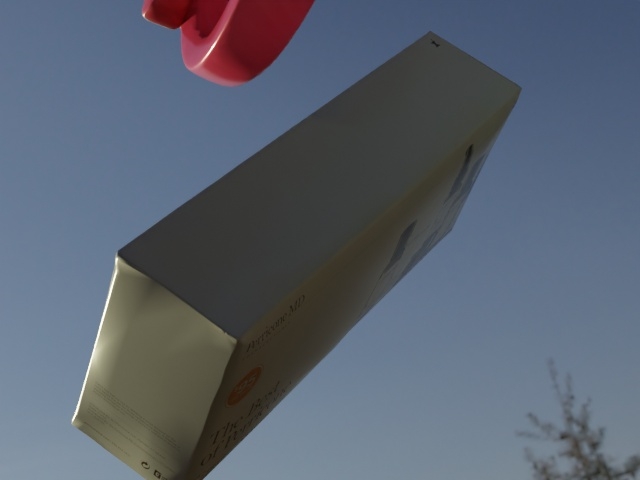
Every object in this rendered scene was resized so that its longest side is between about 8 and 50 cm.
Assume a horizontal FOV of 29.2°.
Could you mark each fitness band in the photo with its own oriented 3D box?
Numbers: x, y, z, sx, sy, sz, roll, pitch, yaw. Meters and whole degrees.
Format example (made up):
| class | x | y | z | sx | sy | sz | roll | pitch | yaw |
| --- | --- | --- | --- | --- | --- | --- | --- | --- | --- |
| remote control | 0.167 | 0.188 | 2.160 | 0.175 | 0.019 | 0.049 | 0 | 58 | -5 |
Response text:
| class | x | y | z | sx | sy | sz | roll | pitch | yaw |
| --- | --- | --- | --- | --- | --- | --- | --- | --- | --- |
| fitness band | -0.034 | -0.233 | 0.758 | 0.054 | 0.290 | 0.209 | 19 | -25 | -27 |

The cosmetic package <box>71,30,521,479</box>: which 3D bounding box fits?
| class | x | y | z | sx | sy | sz | roll | pitch | yaw |
| --- | --- | --- | --- | --- | --- | --- | --- | --- | --- |
| cosmetic package | 0.000 | 0.000 | 0.528 | 0.239 | 0.060 | 0.099 | -41 | -22 | -46 |
